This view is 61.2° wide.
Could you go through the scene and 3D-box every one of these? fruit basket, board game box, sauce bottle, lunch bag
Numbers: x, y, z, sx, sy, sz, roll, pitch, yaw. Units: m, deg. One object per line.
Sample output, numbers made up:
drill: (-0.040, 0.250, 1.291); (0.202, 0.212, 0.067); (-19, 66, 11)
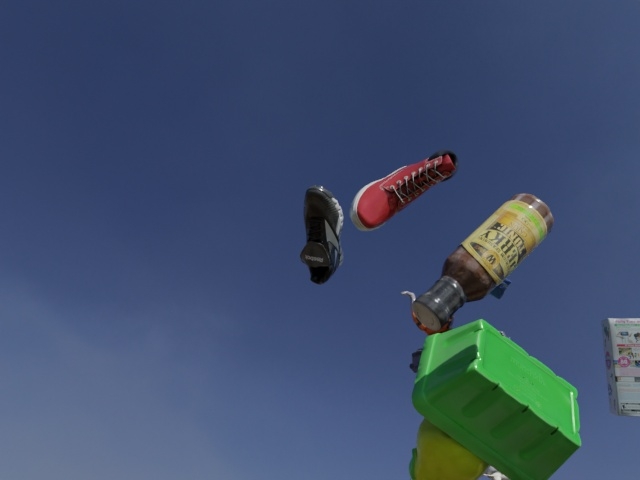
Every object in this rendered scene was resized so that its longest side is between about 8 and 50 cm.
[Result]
fruit basket: (0.357, 0.420, 1.265); (0.391, 0.283, 0.392); (11, -55, 15)
board game box: (1.040, 0.403, 1.725); (0.223, 0.304, 0.097); (-2, -14, 14)
sauce bottle: (0.317, 0.042, 1.054); (0.111, 0.344, 0.111); (40, -24, 22)
lunch bag: (0.438, 0.103, 1.381); (0.067, 0.098, 0.065); (31, -87, -6)

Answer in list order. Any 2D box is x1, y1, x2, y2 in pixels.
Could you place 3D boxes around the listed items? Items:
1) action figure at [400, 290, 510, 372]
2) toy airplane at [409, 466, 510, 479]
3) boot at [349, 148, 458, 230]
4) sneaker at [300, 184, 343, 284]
action figure: (0.447, 0.297, 1.781); (0.341, 0.178, 0.331); (-17, -90, 27)
toy airplane: (0.463, 0.823, 1.858); (0.384, 0.387, 0.272); (10, -9, 46)
boot: (0.181, -0.112, 1.124); (0.176, 0.244, 0.088); (-21, -76, 53)
sneaker: (0.000, 0.000, 1.118); (0.078, 0.106, 0.234); (9, -47, 19)
